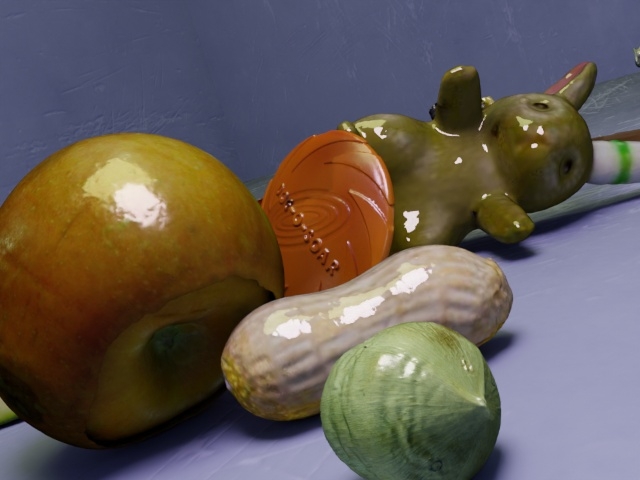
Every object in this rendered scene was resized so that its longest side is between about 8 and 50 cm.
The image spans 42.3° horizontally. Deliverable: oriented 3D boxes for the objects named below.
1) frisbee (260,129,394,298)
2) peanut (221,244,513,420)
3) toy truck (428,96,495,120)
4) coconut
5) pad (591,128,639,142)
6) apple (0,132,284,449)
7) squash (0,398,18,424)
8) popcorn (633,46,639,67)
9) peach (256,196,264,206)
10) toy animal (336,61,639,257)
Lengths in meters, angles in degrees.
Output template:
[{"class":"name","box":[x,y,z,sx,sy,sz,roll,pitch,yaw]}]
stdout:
[{"class":"frisbee","box":[-0.008,-0.013,0.790,0.035,0.192,0.192,11,-14,-42]},{"class":"peanut","box":[0.033,0.060,0.561,0.206,0.087,0.087,-18,9,-8]},{"class":"toy truck","box":[0.145,-0.109,1.215,0.286,0.136,0.111,-25,-10,3]},{"class":"coconut","box":[0.047,0.082,0.407,0.088,0.088,0.096,-25,6,-39]},{"class":"pad","box":[0.367,-0.120,1.230,0.286,0.018,0.284,-22,9,-23]},{"class":"apple","box":[-0.139,0.037,0.613,0.237,0.237,0.207,-23,33,-29]},{"class":"squash","box":[-0.267,0.099,0.811,0.288,0.111,0.203,-20,-24,-37]},{"class":"popcorn","box":[0.504,-0.233,1.091,0.198,0.198,0.212,-9,18,47]},{"class":"peach","box":[-0.059,-0.059,1.568,0.279,0.068,0.189,-20,1,-3]},{"class":"toy animal","box":[0.188,-0.088,0.854,0.363,0.181,0.180,-19,-5,12]}]
